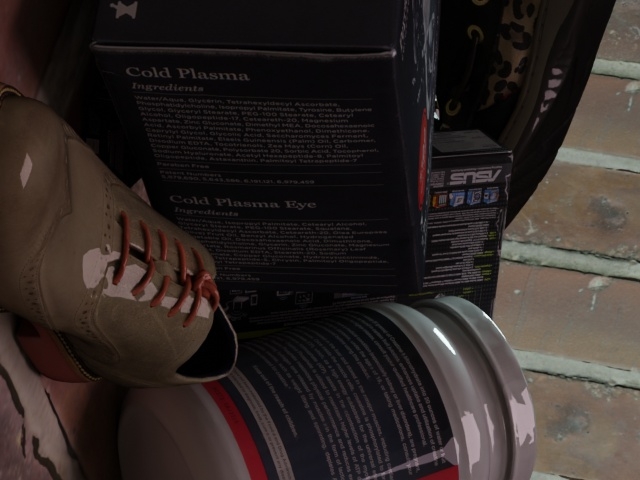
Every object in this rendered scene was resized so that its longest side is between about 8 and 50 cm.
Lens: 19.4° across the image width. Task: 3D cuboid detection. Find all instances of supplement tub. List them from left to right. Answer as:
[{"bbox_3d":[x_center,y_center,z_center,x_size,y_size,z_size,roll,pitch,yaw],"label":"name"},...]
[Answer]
[{"bbox_3d":[0.004,0.155,1.397,0.191,0.272,0.191,39,-43,49],"label":"supplement tub"}]

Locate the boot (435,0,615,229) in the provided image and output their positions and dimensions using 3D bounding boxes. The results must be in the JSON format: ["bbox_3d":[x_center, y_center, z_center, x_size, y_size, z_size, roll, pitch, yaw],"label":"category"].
[{"bbox_3d":[0.088,-0.189,1.605,0.138,0.284,0.377,-36,149,-54],"label":"boot"}]

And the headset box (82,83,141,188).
[{"bbox_3d":[-0.129,-0.073,1.237,0.083,0.032,0.062,-52,149,-66],"label":"headset box"}]

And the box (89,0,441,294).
[{"bbox_3d":[-0.015,-0.182,1.231,0.312,0.179,0.343,76,17,-63],"label":"box"}]

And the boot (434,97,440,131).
[{"bbox_3d":[0.061,0.017,1.938,0.367,0.146,0.445,123,-41,-69],"label":"boot"}]

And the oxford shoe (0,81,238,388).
[{"bbox_3d":[-0.121,0.003,1.075,0.348,0.130,0.123,66,35,-72],"label":"oxford shoe"}]

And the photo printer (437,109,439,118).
[{"bbox_3d":[0.108,-0.234,2.156,0.256,0.107,0.307,-67,163,-52],"label":"photo printer"}]

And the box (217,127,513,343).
[{"bbox_3d":[0.014,0.027,1.501,0.060,0.270,0.216,-134,-137,-56],"label":"box"}]
